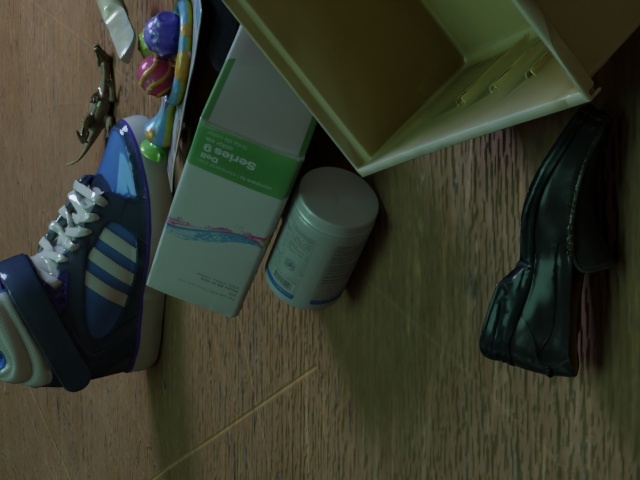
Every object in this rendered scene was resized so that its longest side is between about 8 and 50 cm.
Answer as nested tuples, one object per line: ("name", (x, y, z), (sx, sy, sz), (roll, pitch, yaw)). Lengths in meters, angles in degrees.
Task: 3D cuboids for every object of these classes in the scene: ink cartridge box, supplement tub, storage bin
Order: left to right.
("ink cartridge box", (-0.066, -0.062, 1.168), (0.212, 0.093, 0.154), (113, 176, -47))
("supplement tub", (0.000, 0.000, 1.128), (0.107, 0.071, 0.071), (115, 143, -44))
("storage bin", (0.041, -0.192, 0.811), (0.260, 0.123, 0.262), (50, 158, -11))

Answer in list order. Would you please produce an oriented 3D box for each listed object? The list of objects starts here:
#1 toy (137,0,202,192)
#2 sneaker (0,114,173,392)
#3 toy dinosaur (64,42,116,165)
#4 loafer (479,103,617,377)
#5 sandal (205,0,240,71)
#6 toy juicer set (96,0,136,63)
("toy", (-0.166, -0.182, 1.452), (0.137, 0.056, 0.237), (-102, 17, -45))
("sneaker", (-0.302, 0.018, 1.583), (0.130, 0.236, 0.322), (-143, 54, -59))
("toy dinosaur", (-0.285, -0.156, 1.767), (0.092, 0.053, 0.183), (-106, 31, -60))
("loafer", (0.151, 0.002, 0.836), (0.061, 0.062, 0.170), (22, 112, 20))
("sandal", (-0.083, -0.277, 1.289), (0.097, 0.055, 0.254), (-133, 46, -54))
("toy juicer set", (-0.237, -0.363, 1.516), (0.209, 0.090, 0.329), (-159, 76, -69))
